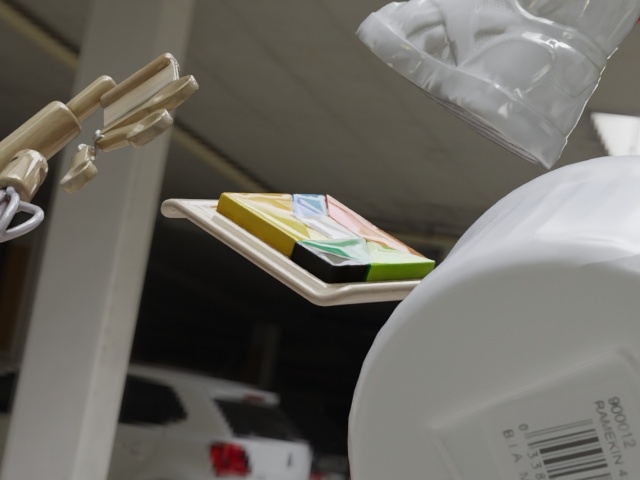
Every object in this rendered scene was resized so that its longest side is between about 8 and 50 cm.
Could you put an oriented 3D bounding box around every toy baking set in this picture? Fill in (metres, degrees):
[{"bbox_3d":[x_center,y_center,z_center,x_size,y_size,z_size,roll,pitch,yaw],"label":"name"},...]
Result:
[{"bbox_3d":[-0.183,-0.045,0.938,0.030,0.256,0.197,55,-16,-18],"label":"toy baking set"}]

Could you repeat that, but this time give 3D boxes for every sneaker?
[{"bbox_3d":[0.135,-0.163,1.047,0.108,0.169,0.292,32,5,-26],"label":"sneaker"}]

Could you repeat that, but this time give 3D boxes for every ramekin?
[{"bbox_3d":[0.148,0.104,0.743,0.277,0.277,0.135,4,15,28],"label":"ramekin"}]

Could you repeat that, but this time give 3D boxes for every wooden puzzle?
[{"bbox_3d":[0.000,0.000,1.416,0.239,0.044,0.221,27,18,36],"label":"wooden puzzle"}]

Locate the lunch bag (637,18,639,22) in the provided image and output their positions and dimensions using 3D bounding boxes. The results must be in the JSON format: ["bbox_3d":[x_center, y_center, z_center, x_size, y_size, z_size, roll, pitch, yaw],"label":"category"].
[{"bbox_3d":[0.298,-0.397,1.543,0.293,0.258,0.120,32,7,-18],"label":"lunch bag"}]
